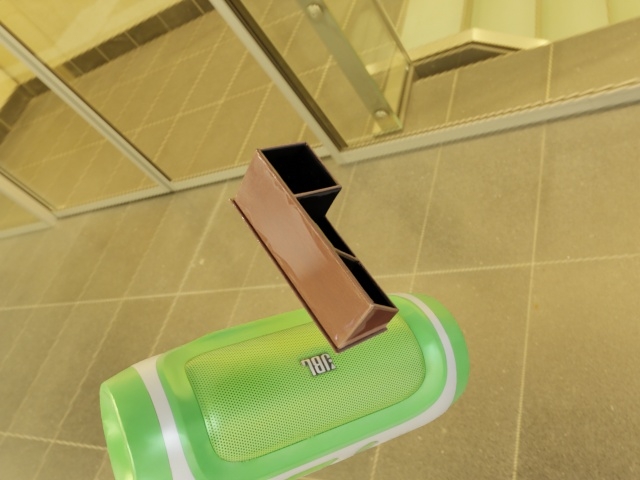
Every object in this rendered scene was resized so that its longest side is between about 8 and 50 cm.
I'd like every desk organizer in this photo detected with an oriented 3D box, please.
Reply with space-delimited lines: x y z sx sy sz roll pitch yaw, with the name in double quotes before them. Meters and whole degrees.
"desk organizer" 0.000 0.000 0.378 0.130 0.047 0.050 53 137 22

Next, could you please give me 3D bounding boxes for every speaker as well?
"speaker" -0.020 0.129 0.502 0.297 0.131 0.131 -12 28 -29
